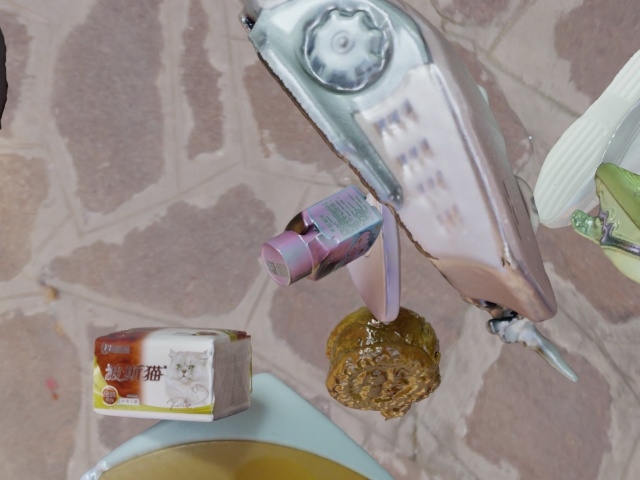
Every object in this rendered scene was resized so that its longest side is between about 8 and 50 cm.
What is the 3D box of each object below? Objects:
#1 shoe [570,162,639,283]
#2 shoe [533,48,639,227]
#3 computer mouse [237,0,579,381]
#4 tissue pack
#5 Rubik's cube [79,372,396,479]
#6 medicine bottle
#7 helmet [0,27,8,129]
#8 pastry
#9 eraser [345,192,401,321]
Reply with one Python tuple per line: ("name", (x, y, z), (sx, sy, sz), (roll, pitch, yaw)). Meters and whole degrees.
("shoe", (0.432, -0.030, 1.275), (0.140, 0.262, 0.128), (32, 107, -13))
("shoe", (0.513, -0.151, 1.561), (0.160, 0.132, 0.363), (33, 98, -28))
("computer mouse", (0.083, -0.067, 0.674), (0.115, 0.199, 0.389), (-41, 82, 11))
("tissue pack", (-0.165, 0.148, 1.046), (0.149, 0.106, 0.099), (0, 88, 20))
("Rubik's cube", (-0.110, 0.418, 1.130), (0.347, 0.352, 0.351), (41, 128, 18))
("medicine bottle", (0.000, 0.000, 1.519), (0.188, 0.119, 0.094), (-29, 70, -29))
("helmet", (-0.339, -0.107, 0.552), (0.279, 0.160, 0.230), (17, 85, 27))
("pastry", (0.128, 0.236, 1.857), (0.235, 0.132, 0.240), (27, 129, -32))
("eraser", (0.108, 0.033, 1.705), (0.059, 0.204, 0.243), (-4, 68, -23))
